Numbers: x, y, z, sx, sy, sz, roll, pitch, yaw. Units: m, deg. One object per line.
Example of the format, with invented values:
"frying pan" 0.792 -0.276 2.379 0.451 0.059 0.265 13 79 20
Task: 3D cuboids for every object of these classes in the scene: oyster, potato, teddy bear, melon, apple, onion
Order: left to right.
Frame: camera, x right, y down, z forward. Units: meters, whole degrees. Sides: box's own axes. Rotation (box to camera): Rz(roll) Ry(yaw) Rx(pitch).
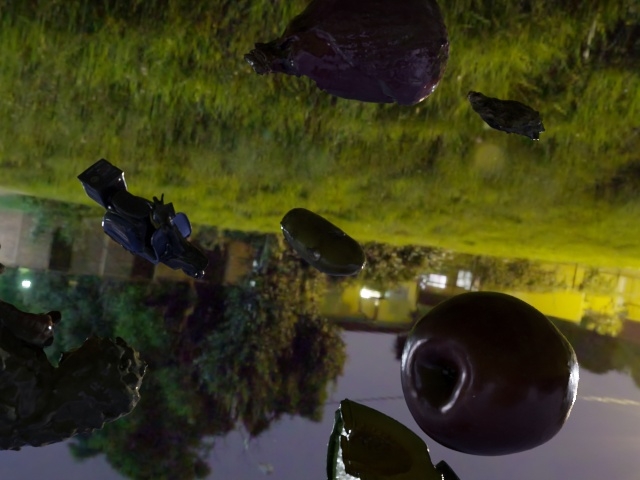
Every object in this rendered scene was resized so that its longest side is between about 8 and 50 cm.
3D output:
"teddy bear" -0.460 0.139 0.838 0.368 0.224 0.357 -4 137 42
"potato" 0.000 0.000 1.236 0.188 0.085 0.105 39 -151 28
"onion" 0.049 -0.358 1.107 0.349 0.159 0.267 -7 -132 -12
"melon" 0.111 0.421 1.183 0.169 0.129 0.265 15 -162 -15
"apple" 0.222 0.175 0.884 0.201 0.218 0.218 15 177 -38
"oyster" 0.334 -0.225 1.190 0.166 0.108 0.053 -1 145 -23

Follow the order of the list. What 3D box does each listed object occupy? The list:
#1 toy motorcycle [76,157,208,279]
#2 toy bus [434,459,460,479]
"toy motorcycle" -0.406 -0.039 1.559 0.359 0.125 0.212 30 150 25
"toy bus" 0.170 0.587 1.330 0.312 0.190 0.152 -11 -120 -53
